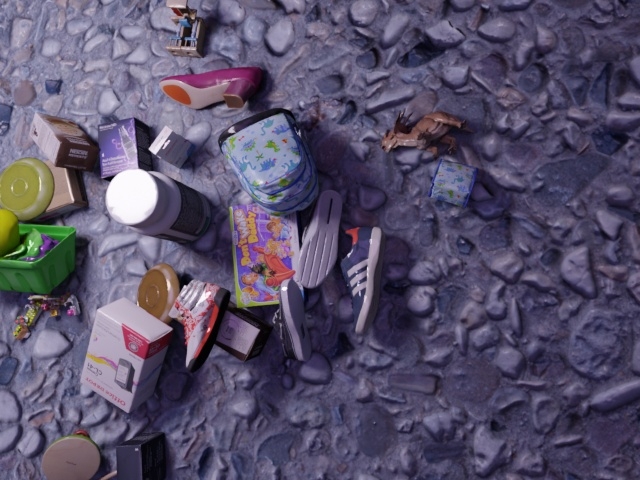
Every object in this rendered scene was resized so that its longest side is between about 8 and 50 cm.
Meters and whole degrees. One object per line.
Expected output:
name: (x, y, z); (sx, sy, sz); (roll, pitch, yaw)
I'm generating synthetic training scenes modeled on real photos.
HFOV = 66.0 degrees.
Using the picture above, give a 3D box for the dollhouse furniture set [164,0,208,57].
dollhouse furniture set: (-0.509, -0.765, 1.774); (0.128, 0.183, 0.129); (7, 85, 11)

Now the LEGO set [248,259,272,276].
LEGO set: (-0.198, 0.098, 1.627); (0.083, 0.023, 0.054); (33, 93, -1)

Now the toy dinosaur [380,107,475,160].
toy dinosaur: (0.353, -0.369, 1.616); (0.295, 0.127, 0.200); (-20, 44, -9)

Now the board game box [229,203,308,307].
board game box: (-0.175, 0.046, 1.677); (0.233, 0.078, 0.347); (-7, 83, 9)

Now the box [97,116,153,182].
box: (-0.712, -0.327, 1.800); (0.153, 0.108, 0.207); (-11, 82, 9)

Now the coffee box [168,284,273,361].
coffee box: (-0.324, 0.269, 1.633); (0.297, 0.168, 0.119); (28, 89, 12)

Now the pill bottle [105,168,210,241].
pill bottle: (-0.519, -0.108, 1.612); (0.204, 0.361, 0.204); (-1, 83, 10)

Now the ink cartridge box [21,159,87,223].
ink cartridge box: (-1.017, -0.189, 1.849); (0.234, 0.088, 0.193); (-18, 82, 8)

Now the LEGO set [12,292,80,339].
LEGO set: (-1.030, 0.258, 1.792); (0.287, 0.107, 0.132); (-23, 80, 7)

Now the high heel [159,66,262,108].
high heel: (-0.398, -0.574, 1.796); (0.377, 0.127, 0.181); (15, 58, 15)

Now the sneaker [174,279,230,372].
sneaker: (-0.390, 0.256, 1.518); (0.145, 0.090, 0.270); (19, 84, 12)

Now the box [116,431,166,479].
box: (-0.593, 0.737, 1.634); (0.093, 0.158, 0.156); (-6, 82, 10)

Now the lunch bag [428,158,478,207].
lunch bag: (0.430, -0.195, 1.589); (0.128, 0.096, 0.151); (18, 58, 11)

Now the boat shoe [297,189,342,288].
boat shoe: (0.000, 0.000, 1.630); (0.121, 0.119, 0.335); (19, 77, -10)

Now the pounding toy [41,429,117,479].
pounding toy: (-0.840, 0.759, 1.719); (0.183, 0.110, 0.237); (-35, 108, -6)

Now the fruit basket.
fruit basket: (-1.079, -0.005, 1.695); (0.391, 0.283, 0.392); (5, 121, 9)

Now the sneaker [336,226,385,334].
sneaker: (0.116, 0.125, 1.601); (0.148, 0.131, 0.350); (6, 79, 18)

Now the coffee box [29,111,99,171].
coffee box: (-0.926, -0.355, 1.779); (0.246, 0.141, 0.098); (40, 112, 30)

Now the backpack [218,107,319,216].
backpack: (-0.153, -0.248, 1.596); (0.290, 0.273, 0.356); (-23, 77, -4)

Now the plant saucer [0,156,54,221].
plant saucer: (-1.091, -0.191, 1.801); (0.240, 0.037, 0.241); (-1, 83, 12)

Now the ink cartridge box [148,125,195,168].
ink cartridge box: (-0.527, -0.331, 1.729); (0.061, 0.181, 0.104); (36, 90, 12)

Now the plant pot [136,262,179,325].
plant pot: (-0.570, 0.193, 1.700); (0.236, 0.032, 0.236); (-9, 76, 39)

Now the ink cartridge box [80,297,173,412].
ink cartridge box: (-0.650, 0.383, 1.647); (0.226, 0.131, 0.306); (27, 110, 13)

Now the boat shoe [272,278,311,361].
boat shoe: (-0.106, 0.259, 1.584); (0.102, 0.108, 0.301); (0, 120, 20)
